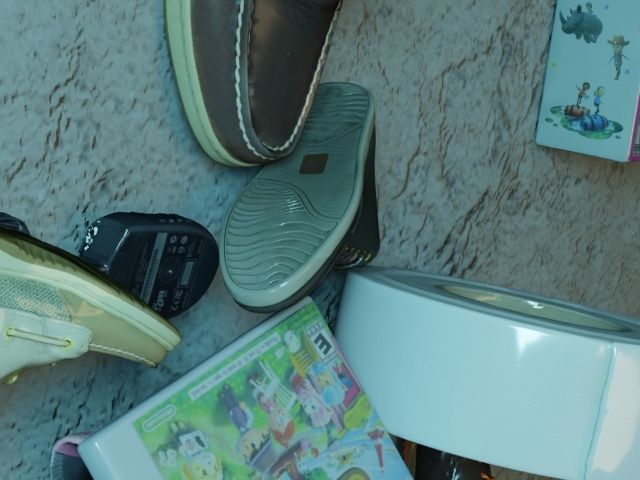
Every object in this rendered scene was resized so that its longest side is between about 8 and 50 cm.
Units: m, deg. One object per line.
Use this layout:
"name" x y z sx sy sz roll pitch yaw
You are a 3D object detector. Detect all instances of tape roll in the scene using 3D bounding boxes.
"tape roll" 0.147 0.096 1.217 0.286 0.286 0.100 7 97 -57

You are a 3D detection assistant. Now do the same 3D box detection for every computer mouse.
"computer mouse" -0.152 0.012 0.976 0.242 0.041 0.071 3 111 -50

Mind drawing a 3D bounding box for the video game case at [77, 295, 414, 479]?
"video game case" -0.028 0.160 1.029 0.212 0.023 0.193 -32 95 -46

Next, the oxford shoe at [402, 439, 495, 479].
"oxford shoe" 0.121 0.208 1.389 0.097 0.098 0.271 15 90 -57

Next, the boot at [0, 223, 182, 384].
"boot" -0.186 0.076 0.879 0.213 0.077 0.165 25 91 -44

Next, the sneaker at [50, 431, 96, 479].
"sneaker" -0.099 0.153 1.040 0.319 0.112 0.131 -47 124 -45

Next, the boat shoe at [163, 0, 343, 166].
"boat shoe" -0.006 -0.207 1.021 0.123 0.123 0.342 -2 103 -56

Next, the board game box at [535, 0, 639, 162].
"board game box" 0.309 -0.232 1.504 0.224 0.098 0.303 -10 109 -55

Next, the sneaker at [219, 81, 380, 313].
"sneaker" 0.000 0.000 1.110 0.222 0.083 0.118 -65 152 -48
